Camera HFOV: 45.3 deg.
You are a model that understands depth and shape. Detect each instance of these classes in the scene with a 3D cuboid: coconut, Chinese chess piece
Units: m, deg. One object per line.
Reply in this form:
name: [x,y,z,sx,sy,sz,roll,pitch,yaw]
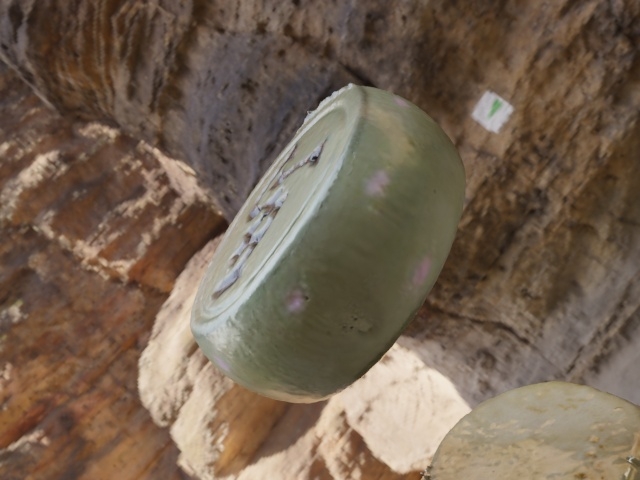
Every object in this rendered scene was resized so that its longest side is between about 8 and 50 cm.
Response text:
coconut: [0.234,0.297,0.674,0.323,0.323,0.323,-49,-8,-9]
Chinese chess piece: [0.000,0.000,0.593,0.250,0.101,0.250,-50,18,23]

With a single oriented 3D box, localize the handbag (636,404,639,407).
handbag: [0.360,0.261,0.975,0.182,0.270,0.117,11,96,58]
